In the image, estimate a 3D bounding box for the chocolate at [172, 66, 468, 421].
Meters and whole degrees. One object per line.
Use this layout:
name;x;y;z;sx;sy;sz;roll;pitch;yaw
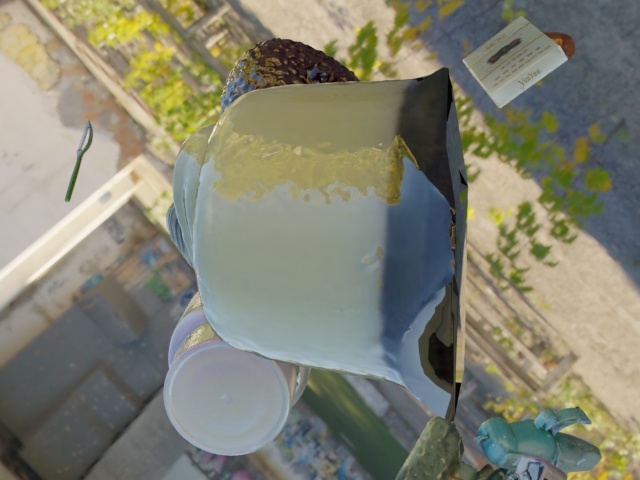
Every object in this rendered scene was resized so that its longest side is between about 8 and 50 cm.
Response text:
chocolate;0.000;0.000;0.934;0.314;0.297;0.326;78;-171;-49

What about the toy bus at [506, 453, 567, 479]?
toy bus;0.193;0.269;0.871;0.037;0.130;0.052;33;160;-17

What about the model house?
model house;0.324;0.508;1.687;0.325;0.194;0.267;19;146;30

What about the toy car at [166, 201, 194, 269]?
toy car;-0.112;-0.022;1.271;0.248;0.142;0.200;-27;104;38

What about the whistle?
whistle;0.400;0.385;1.684;0.274;0.186;0.093;14;-150;-24

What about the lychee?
lychee;-0.049;-0.208;1.531;0.260;0.260;0.260;44;166;14

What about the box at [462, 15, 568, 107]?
box;0.220;-0.208;1.055;0.024;0.090;0.167;49;-166;-21

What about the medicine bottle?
medicine bottle;-0.142;0.209;1.619;0.256;0.256;0.325;50;-169;-9

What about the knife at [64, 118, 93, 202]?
knife;-0.510;-0.167;1.939;0.026;0.184;0.022;20;-173;5

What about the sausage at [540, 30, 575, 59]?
sausage;0.487;-0.440;2.073;0.198;0.076;0.076;25;154;53
